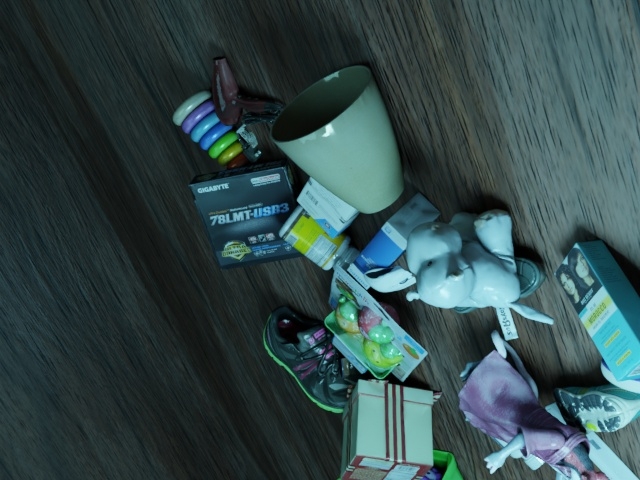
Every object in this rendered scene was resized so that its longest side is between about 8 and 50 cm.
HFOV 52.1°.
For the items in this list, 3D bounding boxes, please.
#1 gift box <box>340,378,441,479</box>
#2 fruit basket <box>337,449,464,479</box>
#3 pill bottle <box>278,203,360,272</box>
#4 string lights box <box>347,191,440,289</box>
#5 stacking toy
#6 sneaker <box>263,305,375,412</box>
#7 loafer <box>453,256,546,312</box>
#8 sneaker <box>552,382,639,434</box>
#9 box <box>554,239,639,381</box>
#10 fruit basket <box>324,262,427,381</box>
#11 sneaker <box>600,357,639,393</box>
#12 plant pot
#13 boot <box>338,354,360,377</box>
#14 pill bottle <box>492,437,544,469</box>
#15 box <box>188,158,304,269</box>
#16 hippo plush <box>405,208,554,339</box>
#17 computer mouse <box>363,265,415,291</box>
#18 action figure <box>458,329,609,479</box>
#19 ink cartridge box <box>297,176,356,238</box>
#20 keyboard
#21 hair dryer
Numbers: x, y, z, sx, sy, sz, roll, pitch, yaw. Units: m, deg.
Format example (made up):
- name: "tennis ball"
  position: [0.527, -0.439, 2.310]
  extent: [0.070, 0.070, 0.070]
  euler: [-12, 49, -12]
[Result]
- name: "gift box"
  position: [0.203, 0.540, 1.887]
  extent: [0.255, 0.258, 0.276]
  euler: [13, 140, -9]
- name: "fruit basket"
  position: [0.230, 0.760, 2.079]
  extent: [0.392, 0.283, 0.392]
  euler: [28, 151, 17]
- name: "pill bottle"
  position: [0.000, 0.000, 1.796]
  extent: [0.215, 0.117, 0.117]
  euler: [37, 148, -4]
- name: "string lights box"
  position: [0.172, 0.005, 1.587]
  extent: [0.077, 0.133, 0.260]
  euler: [45, 148, 7]
- name: "stacking toy"
  position: [-0.275, -0.279, 1.920]
  extent: [0.330, 0.141, 0.141]
  euler: [48, 148, -4]
- name: "sneaker"
  position: [-0.010, 0.385, 2.139]
  extent: [0.482, 0.185, 0.202]
  euler: [31, 140, 26]
- name: "loafer"
  position: [0.401, 0.097, 1.453]
  extent: [0.267, 0.084, 0.096]
  euler: [-31, 63, 54]
- name: "sneaker"
  position: [0.595, 0.355, 1.402]
  extent: [0.275, 0.110, 0.107]
  euler: [135, 116, -75]
- name: "box"
  position: [0.527, 0.124, 1.197]
  extent: [0.100, 0.060, 0.244]
  euler: [104, 155, -48]
- name: "fruit basket"
  position: [0.133, 0.241, 1.790]
  extent: [0.327, 0.165, 0.353]
  euler: [45, 167, 14]
- name: "sneaker"
  position: [0.635, 0.156, 1.174]
  extent: [0.323, 0.130, 0.236]
  euler: [1, 104, 67]
- name: "plant pot"
  position: [0.070, -0.201, 1.460]
  extent: [0.256, 0.256, 0.274]
  euler: [5, 141, 50]
- name: "boot"
  position: [0.108, 0.311, 2.031]
  extent: [0.082, 0.106, 0.219]
  euler: [-151, 58, -80]
- name: "pill bottle"
  position: [0.492, 0.482, 1.649]
  extent: [0.180, 0.108, 0.108]
  euler: [44, 147, 15]
- name: "box"
  position: [-0.196, -0.071, 1.904]
  extent: [0.295, 0.073, 0.293]
  euler: [-9, 120, 12]
- name: "hippo plush"
  position: [0.272, 0.076, 1.350]
  extent: [0.234, 0.236, 0.294]
  euler: [-40, 59, 52]
- name: "computer mouse"
  position: [0.185, 0.094, 1.536]
  extent: [0.193, 0.042, 0.106]
  euler: [-13, 140, 37]
- name: "action figure"
  position: [0.485, 0.416, 1.448]
  extent: [0.248, 0.276, 0.370]
  euler: [38, 174, -39]
- name: "ink cartridge box"
  position: [0.042, -0.121, 1.681]
  extent: [0.148, 0.086, 0.203]
  euler: [49, 147, 8]
- name: "keyboard"
  position: [0.644, 0.484, 1.548]
  extent: [0.256, 0.014, 0.072]
  euler: [47, 142, 10]
- name: "hair dryer"
  position: [-0.201, -0.378, 1.792]
  extent: [0.293, 0.080, 0.223]
  euler: [51, 132, -5]
